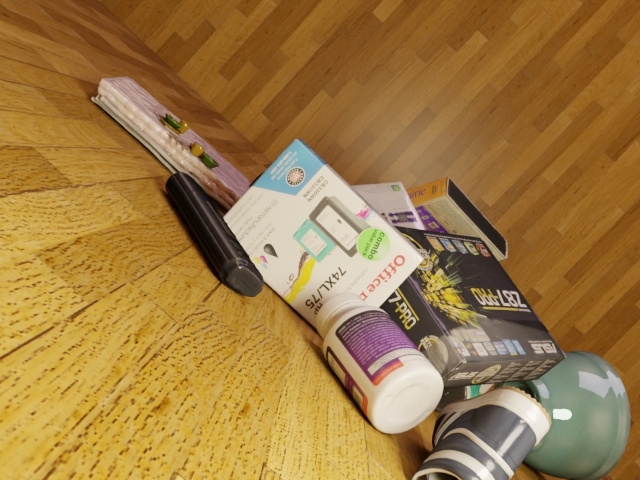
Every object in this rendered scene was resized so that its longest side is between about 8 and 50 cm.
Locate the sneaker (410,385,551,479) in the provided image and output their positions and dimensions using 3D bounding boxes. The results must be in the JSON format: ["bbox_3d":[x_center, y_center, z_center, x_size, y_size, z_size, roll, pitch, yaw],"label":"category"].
[{"bbox_3d":[0.171,0.282,1.019,0.099,0.153,0.282,41,-25,8],"label":"sneaker"}]

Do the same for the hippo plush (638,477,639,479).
[{"bbox_3d":[0.528,0.475,1.261,0.234,0.236,0.294,39,7,-39],"label":"hippo plush"}]

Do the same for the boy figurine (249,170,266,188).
[{"bbox_3d":[-0.051,-0.050,1.884,0.285,0.092,0.177,40,13,-42],"label":"boy figurine"}]

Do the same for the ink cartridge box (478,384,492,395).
[{"bbox_3d":[0.352,0.246,1.853,0.160,0.219,0.092,43,6,-1],"label":"ink cartridge box"}]

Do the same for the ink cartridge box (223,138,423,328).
[{"bbox_3d":[0.000,0.000,1.313,0.270,0.198,0.197,43,5,-1],"label":"ink cartridge box"}]

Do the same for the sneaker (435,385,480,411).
[{"bbox_3d":[0.215,0.214,1.592,0.295,0.124,0.178,55,15,28],"label":"sneaker"}]

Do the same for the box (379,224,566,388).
[{"bbox_3d":[0.264,0.124,1.548,0.395,0.097,0.318,8,45,-47],"label":"box"}]

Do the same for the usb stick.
[{"bbox_3d":[-0.152,-0.014,1.132,0.077,0.045,0.278,48,1,-40],"label":"usb stick"}]

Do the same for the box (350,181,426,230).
[{"bbox_3d":[0.126,0.007,1.778,0.232,0.058,0.322,-5,50,-21],"label":"box"}]

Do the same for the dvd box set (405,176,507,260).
[{"bbox_3d":[0.217,-0.001,2.063,0.307,0.420,0.062,40,47,-38],"label":"dvd box set"}]

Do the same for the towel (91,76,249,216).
[{"bbox_3d":[-0.272,-0.182,1.531,0.332,0.053,0.317,42,6,-11],"label":"towel"}]

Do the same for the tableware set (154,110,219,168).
[{"bbox_3d":[-0.231,-0.181,1.429,0.104,0.024,0.154,37,7,-38],"label":"tableware set"}]

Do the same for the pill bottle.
[{"bbox_3d":[0.070,0.156,1.085,0.108,0.108,0.193,38,8,-42],"label":"pill bottle"}]

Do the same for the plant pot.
[{"bbox_3d":[0.503,0.384,1.796,0.196,0.293,0.293,9,22,-27],"label":"plant pot"}]
